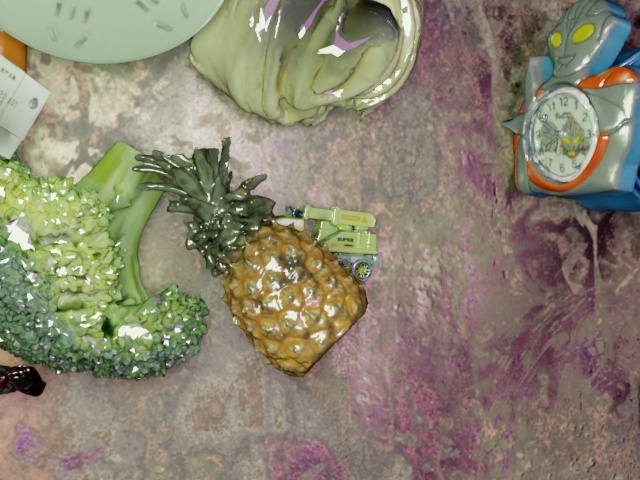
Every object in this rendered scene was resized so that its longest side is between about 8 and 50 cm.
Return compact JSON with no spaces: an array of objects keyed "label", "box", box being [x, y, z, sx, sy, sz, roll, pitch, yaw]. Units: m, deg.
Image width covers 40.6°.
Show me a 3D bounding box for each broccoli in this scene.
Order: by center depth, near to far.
[{"label":"broccoli","box":[-0.295,0.021,1.058,0.375,0.249,0.302,34,88,-6]}]

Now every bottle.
[{"label":"bottle","box":[-0.413,-0.252,1.117,0.069,0.069,0.187,2,90,-12]}]

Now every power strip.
[{"label":"power strip","box":[-0.250,-0.383,1.004,0.358,0.161,0.357,-3,136,-3]}]

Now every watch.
[{"label":"watch","box":[0.433,-0.193,1.238,0.275,0.241,0.305,2,94,-29]}]

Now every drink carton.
[{"label":"drink carton","box":[-0.477,-0.217,1.001,0.315,0.130,0.106,28,86,20]}]

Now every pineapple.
[{"label":"pineapple","box":[-0.095,0.008,1.088,0.169,0.169,0.340,-44,91,-7]}]

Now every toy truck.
[{"label":"toy truck","box":[0.000,0.000,1.208,0.169,0.077,0.100,5,94,-11]}]

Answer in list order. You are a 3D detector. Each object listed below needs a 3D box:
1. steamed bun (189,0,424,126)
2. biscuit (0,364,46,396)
[{"label":"steamed bun","box":[-0.002,-0.283,1.135,0.320,0.206,0.275,-40,101,-4]},{"label":"biscuit","box":[-0.462,0.192,1.078,0.235,0.151,0.063,-11,90,-10]}]
